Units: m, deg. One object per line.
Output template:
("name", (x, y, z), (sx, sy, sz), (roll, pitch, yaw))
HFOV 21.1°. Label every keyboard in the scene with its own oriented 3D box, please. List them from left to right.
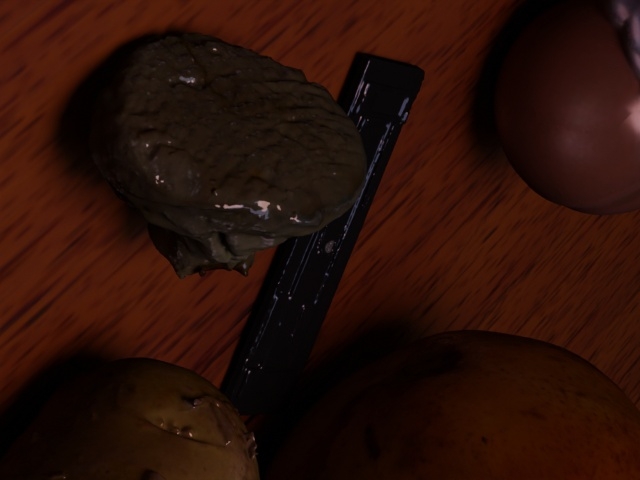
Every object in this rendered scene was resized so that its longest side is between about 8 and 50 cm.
("keyboard", (0.000, 0.000, 0.905), (0.061, 0.013, 0.204), (3, 112, -58))

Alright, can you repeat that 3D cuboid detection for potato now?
("potato", (-0.098, 0.132, 0.751), (0.176, 0.137, 0.137), (-43, 146, -26))

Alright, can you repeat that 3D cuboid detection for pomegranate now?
("pomegranate", (0.084, 0.183, 0.952), (0.264, 0.264, 0.264), (-38, 144, -36))

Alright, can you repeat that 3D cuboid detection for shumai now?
("shumai", (-0.050, -0.027, 0.738), (0.123, 0.099, 0.087), (13, 138, -26))

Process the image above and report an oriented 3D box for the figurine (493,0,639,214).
("figurine", (0.257, -0.202, 0.948), (0.276, 0.248, 0.388), (-23, 124, -45))
